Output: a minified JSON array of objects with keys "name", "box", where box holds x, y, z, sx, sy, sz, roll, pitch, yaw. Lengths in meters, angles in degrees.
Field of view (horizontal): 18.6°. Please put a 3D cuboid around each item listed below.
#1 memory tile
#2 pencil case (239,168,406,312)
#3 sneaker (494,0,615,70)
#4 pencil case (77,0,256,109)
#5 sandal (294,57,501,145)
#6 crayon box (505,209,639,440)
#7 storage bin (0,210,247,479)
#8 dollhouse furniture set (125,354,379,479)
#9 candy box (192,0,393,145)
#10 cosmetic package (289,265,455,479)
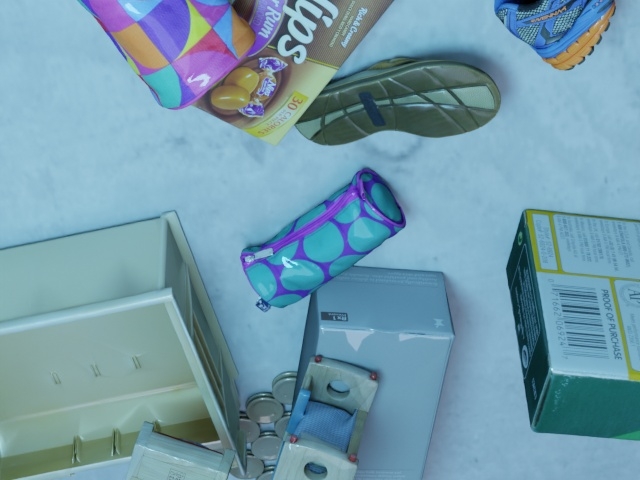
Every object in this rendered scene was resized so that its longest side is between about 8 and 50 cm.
[{"name":"memory tile","box":[-0.038,0.190,1.921,0.113,0.012,0.148,33,123,-27]},{"name":"pencil case","box":[0.000,0.000,1.718,0.152,0.064,0.070,-34,141,24]},{"name":"sneaker","box":[0.209,-0.228,1.517,0.087,0.083,0.221,22,125,-14]},{"name":"pencil case","box":[-0.151,-0.211,1.471,0.104,0.104,0.236,-30,110,22]},{"name":"sandal","box":[0.062,-0.121,1.630,0.180,0.049,0.072,-7,128,24]},{"name":"crayon box","box":[0.336,0.082,1.713,0.323,0.203,0.083,5,132,-7]},{"name":"storage bin","box":[-0.223,0.125,1.781,0.262,0.123,0.260,-12,131,7]},{"name":"dollhouse furniture set","box":[-0.060,0.172,1.699,0.184,0.129,0.129,18,123,0]},{"name":"candy box","box":[-0.030,-0.172,1.572,0.109,0.053,0.186,26,127,-22]},{"name":"cosmetic package","box":[0.041,0.143,1.814,0.127,0.107,0.238,6,124,-8]}]
